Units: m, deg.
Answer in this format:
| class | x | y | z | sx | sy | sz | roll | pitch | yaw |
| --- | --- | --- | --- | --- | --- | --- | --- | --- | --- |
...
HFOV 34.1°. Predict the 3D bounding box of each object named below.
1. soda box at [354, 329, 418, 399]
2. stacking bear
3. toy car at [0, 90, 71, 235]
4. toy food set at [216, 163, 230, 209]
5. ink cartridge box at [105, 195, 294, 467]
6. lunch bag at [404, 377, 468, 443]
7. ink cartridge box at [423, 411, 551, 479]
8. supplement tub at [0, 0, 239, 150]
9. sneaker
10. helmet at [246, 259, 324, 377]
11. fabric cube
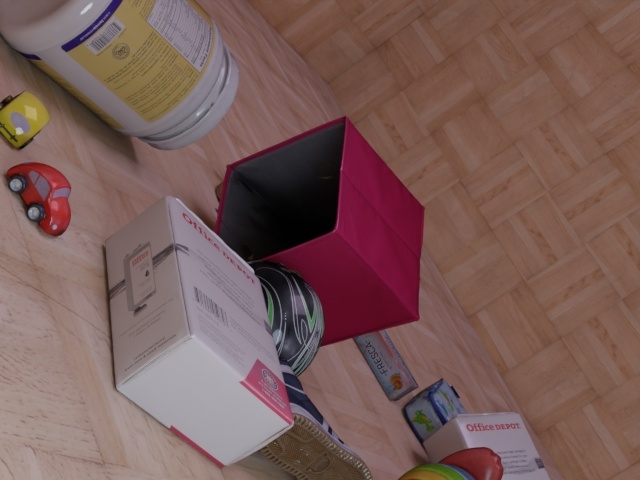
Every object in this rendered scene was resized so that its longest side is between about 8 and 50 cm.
| class | x | y | z | sx | sy | sz | roll | pitch | yaw |
| --- | --- | --- | --- | --- | --- | --- | --- | --- | --- |
| soda box | 0.133 | 0.247 | 2.214 | 0.183 | 0.058 | 0.063 | 60 | 13 | 18 |
| stacking bear | 0.169 | 0.429 | 1.630 | 0.289 | 0.164 | 0.175 | 9 | 70 | -60 |
| toy car | -0.384 | -0.137 | 1.240 | 0.225 | 0.053 | 0.239 | 41 | 18 | -51 |
| toy food set | -0.135 | -0.078 | 1.996 | 0.133 | 0.038 | 0.192 | 11 | 30 | -4 |
| ink cartridge box | -0.156 | 0.109 | 1.310 | 0.207 | 0.117 | 0.283 | 46 | 15 | -36 |
| lunch bag | 0.270 | 0.402 | 2.267 | 0.176 | 0.090 | 0.219 | 60 | 13 | 7 |
| ink cartridge box | 0.348 | 0.484 | 2.049 | 0.197 | 0.114 | 0.272 | 5 | 51 | -38 |
| supplement tub | -0.298 | -0.307 | 1.591 | 0.331 | 0.241 | 0.241 | 42 | 18 | -48 |
| sneaker | -0.026 | 0.268 | 1.436 | 0.282 | 0.099 | 0.153 | 55 | -2 | -43 |
| helmet | -0.074 | 0.126 | 1.521 | 0.161 | 0.169 | 0.169 | 42 | 4 | 31 |
| fabric cube | 0.000 | 0.000 | 1.744 | 0.258 | 0.254 | 0.259 | 46 | 36 | -38 |
